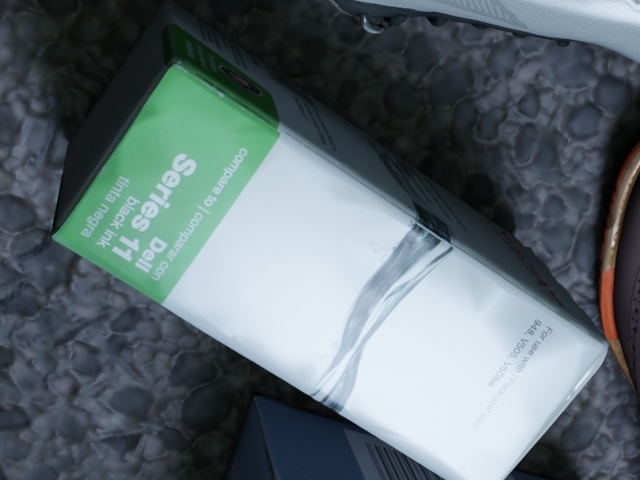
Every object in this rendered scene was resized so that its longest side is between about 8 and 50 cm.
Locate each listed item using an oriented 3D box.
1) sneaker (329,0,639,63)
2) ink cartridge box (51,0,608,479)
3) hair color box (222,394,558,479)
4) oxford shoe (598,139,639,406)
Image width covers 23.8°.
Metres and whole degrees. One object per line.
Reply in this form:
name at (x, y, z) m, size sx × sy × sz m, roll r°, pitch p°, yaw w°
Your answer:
sneaker at (0.057, -0.130, 0.647) m, size 0.271 × 0.100 × 0.108 m, roll 26°, pitch 115°, yaw -11°
ink cartridge box at (0.000, 0.000, 0.639) m, size 0.208 × 0.153 × 0.087 m, roll 33°, pitch 100°, yaw -15°
hair color box at (-0.005, 0.284, 0.743) m, size 0.185 × 0.113 × 0.374 m, roll 18°, pitch 103°, yaw -13°
oxford shoe at (0.197, 0.077, 0.717) m, size 0.097 × 0.098 × 0.271 m, roll -14°, pitch 108°, yaw -4°
